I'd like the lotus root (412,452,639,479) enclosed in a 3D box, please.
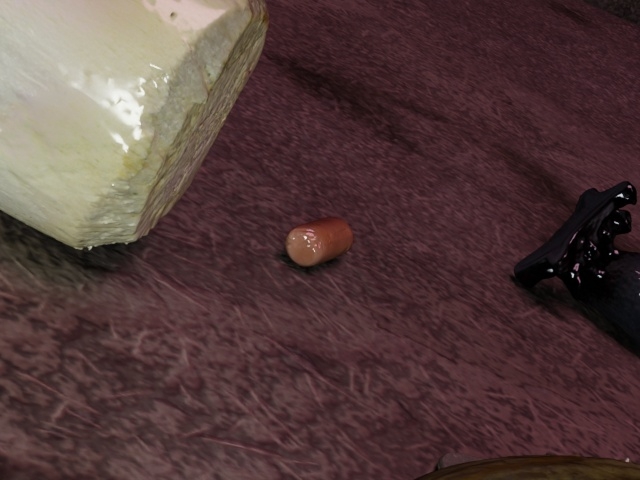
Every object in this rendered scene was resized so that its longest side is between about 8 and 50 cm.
[{"bbox_3d":[0.124,0.191,0.820,0.309,0.173,0.173,8,28,-31],"label":"lotus root"}]

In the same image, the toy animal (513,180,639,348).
[{"bbox_3d":[0.287,0.061,1.470,0.210,0.121,0.117,46,-25,-3],"label":"toy animal"}]

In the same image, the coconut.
[{"bbox_3d":[-0.179,-0.132,1.057,0.244,0.239,0.239,30,20,3],"label":"coconut"}]

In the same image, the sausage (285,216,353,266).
[{"bbox_3d":[0.000,0.000,1.257,0.034,0.034,0.083,35,20,15],"label":"sausage"}]

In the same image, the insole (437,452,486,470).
[{"bbox_3d":[0.162,0.186,1.071,0.192,0.010,0.063,26,22,-11],"label":"insole"}]
